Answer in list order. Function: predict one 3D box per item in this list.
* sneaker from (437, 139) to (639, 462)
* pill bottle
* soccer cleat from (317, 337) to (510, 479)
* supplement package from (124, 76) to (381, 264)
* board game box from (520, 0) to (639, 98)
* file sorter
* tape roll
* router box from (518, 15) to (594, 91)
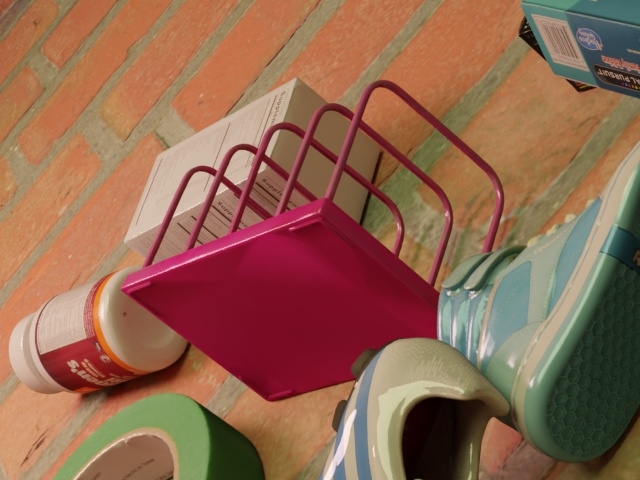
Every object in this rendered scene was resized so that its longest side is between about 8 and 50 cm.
[{"bbox_3d":[0.202,0.009,1.318,0.319,0.127,0.208,-56,29,-11],"label":"sneaker"},{"bbox_3d":[-0.258,0.109,1.901,0.221,0.121,0.121,-21,40,46],"label":"pill bottle"},{"bbox_3d":[0.040,0.234,1.243,0.143,0.116,0.331,22,93,55],"label":"soccer cleat"},{"bbox_3d":[-0.075,-0.049,1.797,0.244,0.134,0.139,-24,38,43],"label":"supplement package"},{"bbox_3d":[0.363,-0.232,1.302,0.336,0.079,0.254,-35,25,-12],"label":"board game box"},{"bbox_3d":[0.000,0.000,1.552,0.290,0.202,0.182,-20,40,46],"label":"file sorter"},{"bbox_3d":[-0.192,0.304,1.614,0.321,0.077,0.321,-37,30,26],"label":"tape roll"},{"bbox_3d":[0.256,-0.189,1.509,0.122,0.092,0.038,-14,44,49],"label":"router box"}]
